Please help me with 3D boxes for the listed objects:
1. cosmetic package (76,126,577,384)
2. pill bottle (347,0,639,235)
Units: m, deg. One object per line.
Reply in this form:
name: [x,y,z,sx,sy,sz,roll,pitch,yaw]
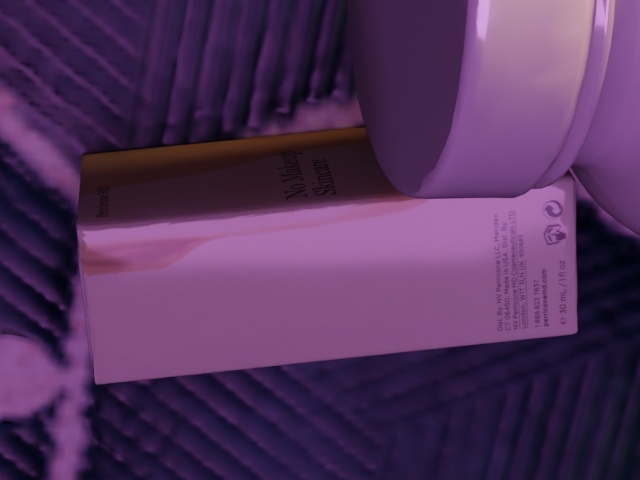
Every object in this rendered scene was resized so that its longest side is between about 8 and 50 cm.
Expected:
cosmetic package: [0.000,0.000,0.444,0.115,0.060,0.041,-6,110,-5]
pill bottle: [0.120,-0.059,0.388,0.216,0.121,0.121,-4,111,-13]
